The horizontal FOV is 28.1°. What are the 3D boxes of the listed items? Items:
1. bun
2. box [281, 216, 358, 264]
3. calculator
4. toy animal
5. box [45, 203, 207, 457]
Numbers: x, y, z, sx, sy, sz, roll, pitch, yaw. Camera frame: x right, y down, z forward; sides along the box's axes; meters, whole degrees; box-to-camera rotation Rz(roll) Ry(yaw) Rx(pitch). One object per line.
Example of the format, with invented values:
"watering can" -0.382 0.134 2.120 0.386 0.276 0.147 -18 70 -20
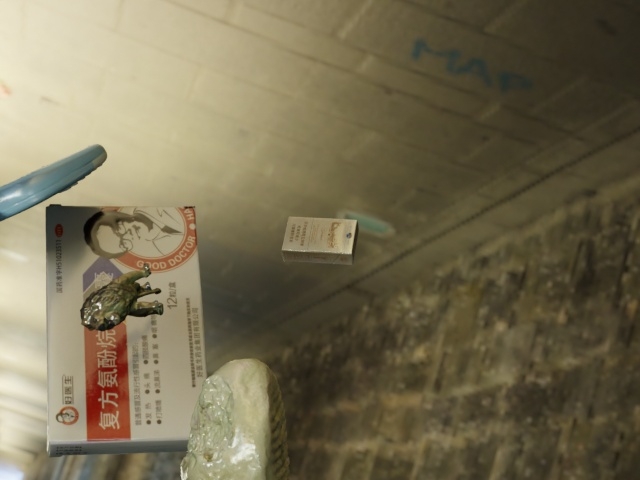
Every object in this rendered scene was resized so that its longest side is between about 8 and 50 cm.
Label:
"bun" -0.094 0.247 1.400 0.116 0.237 0.210 -7 -164 4
"box" 0.000 0.000 1.479 0.083 0.053 0.024 5 141 9
"calculator" -0.391 -0.064 1.683 0.188 0.042 0.302 -19 -170 25
"toy animal" -0.232 0.070 1.599 0.086 0.069 0.220 -19 177 12
"box" -0.267 0.117 1.751 0.214 0.353 0.069 0 150 -14
